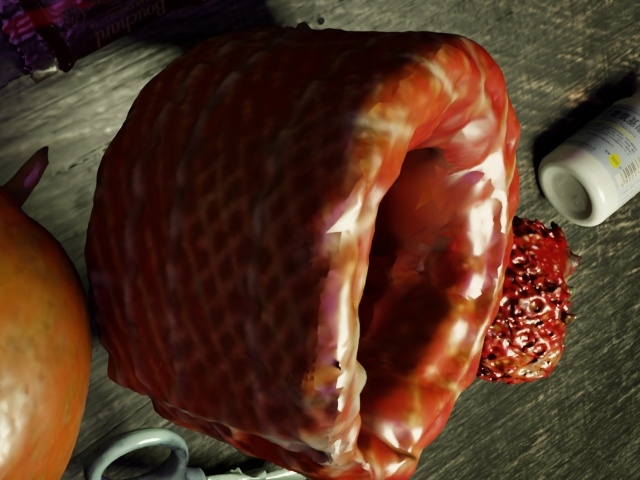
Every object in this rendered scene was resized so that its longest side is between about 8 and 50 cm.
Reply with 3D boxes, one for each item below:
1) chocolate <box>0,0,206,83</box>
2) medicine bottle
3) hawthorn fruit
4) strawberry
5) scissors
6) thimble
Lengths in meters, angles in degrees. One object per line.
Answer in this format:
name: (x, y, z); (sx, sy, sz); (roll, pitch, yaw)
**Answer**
chocolate: (-0.156, -0.191, 0.637); (0.182, 0.028, 0.086); (-32, 130, -22)
medicine bottle: (0.362, -0.107, 1.009); (0.186, 0.102, 0.103); (-36, 128, -17)
hawthorn fruit: (-0.268, 0.057, 0.534); (0.277, 0.277, 0.298); (44, 72, -41)
strawberry: (0.181, 0.056, 0.913); (0.201, 0.184, 0.187); (17, 110, -18)
scissors: (-0.092, 0.261, 0.867); (0.383, 0.029, 0.256); (1, 130, -39)
thimble: (0.000, 0.000, 0.646); (0.350, 0.230, 0.350); (-25, 121, -52)
